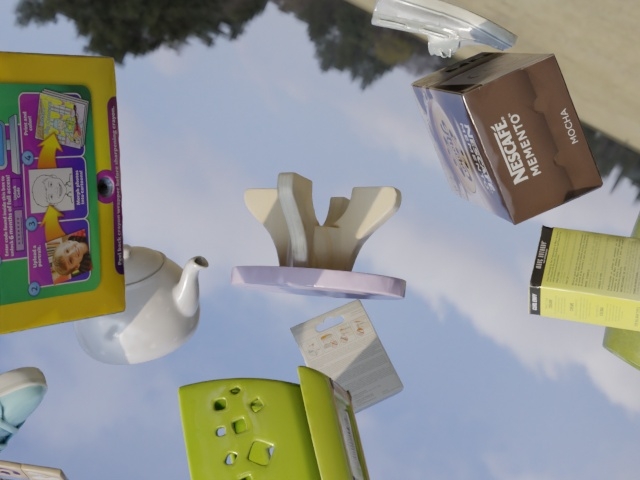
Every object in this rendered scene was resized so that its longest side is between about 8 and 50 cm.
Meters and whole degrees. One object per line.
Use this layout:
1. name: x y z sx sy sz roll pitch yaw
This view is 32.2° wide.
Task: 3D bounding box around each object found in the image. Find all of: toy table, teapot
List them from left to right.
1. teapot: -0.350 0.094 2.029 0.256 0.187 0.252 -20 -153 -19
2. toy table: 0.000 0.000 1.669 0.274 0.161 0.252 3 172 14

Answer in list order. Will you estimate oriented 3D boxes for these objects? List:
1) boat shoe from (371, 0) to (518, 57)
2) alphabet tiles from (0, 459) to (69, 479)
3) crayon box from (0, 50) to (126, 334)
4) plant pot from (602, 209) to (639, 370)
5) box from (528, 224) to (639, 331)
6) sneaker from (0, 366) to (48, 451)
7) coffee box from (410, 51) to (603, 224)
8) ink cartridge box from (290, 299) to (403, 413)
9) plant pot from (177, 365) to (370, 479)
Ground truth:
1. boat shoe: 0.184 -0.320 1.687 0.227 0.081 0.079 23 -168 14
2. alphabet tiles: -0.347 0.262 1.175 0.198 0.009 0.237 7 153 4
3. crayon box: -0.413 -0.064 1.468 0.106 0.363 0.313 3 -173 39
4. plant pot: 0.556 0.069 1.659 0.274 0.294 0.275 32 180 0
5. box: 0.339 0.047 1.160 0.232 0.087 0.058 7 143 17
6. sneaker: -0.554 0.356 1.736 0.150 0.366 0.135 49 179 21
7. coffee box: 0.220 -0.136 1.377 0.297 0.118 0.168 -127 13 -78
8. ink cartridge box: 0.042 0.212 1.941 0.179 0.145 0.045 63 161 15
9. plant pot: -0.051 0.299 1.523 0.227 0.207 0.228 53 -159 -68
